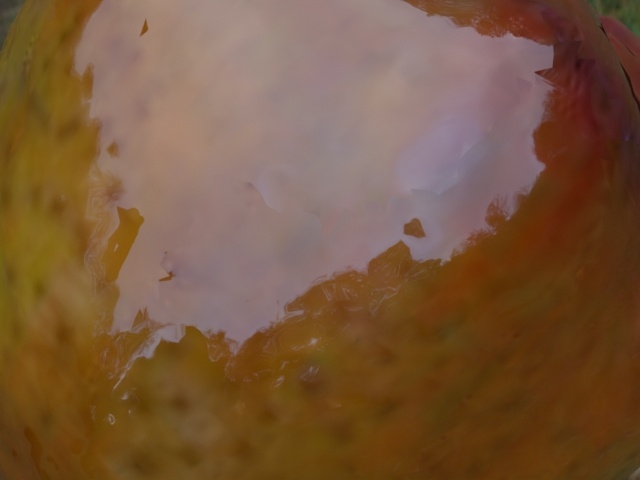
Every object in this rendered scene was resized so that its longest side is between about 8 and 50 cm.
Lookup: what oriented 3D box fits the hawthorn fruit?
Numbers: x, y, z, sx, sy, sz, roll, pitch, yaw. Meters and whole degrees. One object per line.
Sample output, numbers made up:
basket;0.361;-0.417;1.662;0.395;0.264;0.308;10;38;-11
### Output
hawthorn fruit;0.000;0.000;1.048;0.472;0.472;0.471;-2;62;4
